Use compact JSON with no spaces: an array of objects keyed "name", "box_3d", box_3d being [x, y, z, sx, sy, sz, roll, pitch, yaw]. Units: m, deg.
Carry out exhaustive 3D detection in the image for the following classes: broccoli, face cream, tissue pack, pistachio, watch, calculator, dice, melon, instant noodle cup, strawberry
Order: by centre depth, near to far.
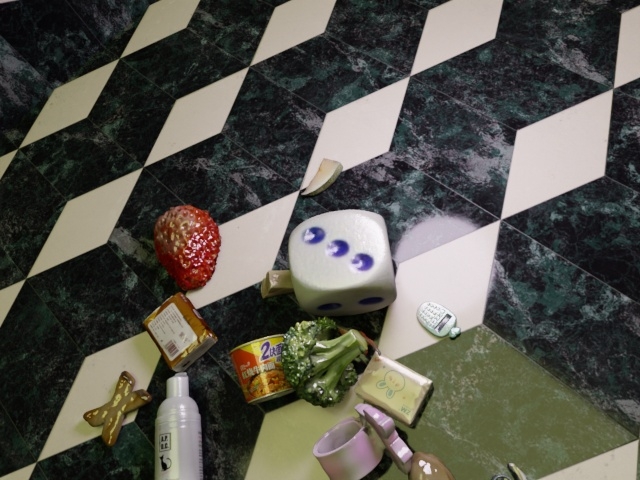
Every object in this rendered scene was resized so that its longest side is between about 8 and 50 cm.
[{"name":"pistachio","box_3d":[0.313,0.687,1.365,0.136,0.136,0.225,-24,68,3]},{"name":"watch","box_3d":[0.107,0.586,1.397,0.218,0.248,0.210,-33,91,-14]},{"name":"broccoli","box_3d":[0.000,0.350,1.499,0.236,0.288,0.259,29,97,23]},{"name":"tissue pack","box_3d":[0.221,0.446,1.516,0.196,0.092,0.148,25,72,23]},{"name":"instant noodle cup","box_3d":[-0.171,0.411,1.586,0.214,0.213,0.174,-20,71,5]},{"name":"face cream","box_3d":[-0.453,0.592,1.594,0.146,0.145,0.369,-15,63,8]},{"name":"dice","box_3d":[0.076,0.079,1.604,0.305,0.304,0.276,-10,64,7]},{"name":"calculator","box_3d":[0.377,0.255,1.606,0.153,0.021,0.095,37,79,27]},{"name":"tissue pack","box_3d":[-0.497,0.320,1.768,0.183,0.092,0.226,-41,61,-6]},{"name":"strawberry","box_3d":[-0.510,0.017,1.886,0.265,0.149,0.335,-19,63,4]},{"name":"melon","box_3d":[0.006,-0.233,1.924,0.098,0.054,0.182,21,71,29]}]

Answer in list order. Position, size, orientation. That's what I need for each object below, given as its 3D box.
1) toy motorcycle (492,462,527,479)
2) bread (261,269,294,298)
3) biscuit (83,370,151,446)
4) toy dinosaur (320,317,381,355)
[{"name":"toy motorcycle","box_3d":[0.564,0.697,1.316,0.151,0.074,0.228,-35,60,-6]},{"name":"bread","box_3d":[-0.127,0.155,1.788,0.152,0.105,0.077,3,61,-19]},{"name":"biscuit","box_3d":[-0.692,0.574,1.723,0.164,0.047,0.207,34,77,27]},{"name":"toy dinosaur","box_3d":[0.097,0.309,1.605,0.280,0.101,0.055,7,40,48]}]
